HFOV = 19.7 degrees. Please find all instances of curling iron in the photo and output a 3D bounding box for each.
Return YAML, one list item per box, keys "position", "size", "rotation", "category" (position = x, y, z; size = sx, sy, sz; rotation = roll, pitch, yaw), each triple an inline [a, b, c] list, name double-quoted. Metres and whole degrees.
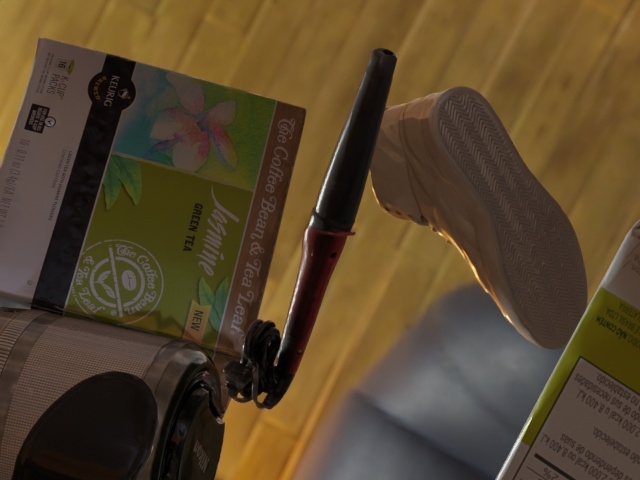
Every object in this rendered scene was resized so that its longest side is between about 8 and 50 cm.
- position: [0.000, 0.000, 1.232]
  size: [0.068, 0.035, 0.274]
  rotation: [-21, -42, -63]
  category: "curling iron"

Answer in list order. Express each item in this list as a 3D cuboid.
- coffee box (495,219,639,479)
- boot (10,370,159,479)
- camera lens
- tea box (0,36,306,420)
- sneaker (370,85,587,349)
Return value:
- position: [0.322, 0.161, 1.188]
  size: [0.337, 0.338, 0.334]
  rotation: [-32, -30, -57]
  category: "coffee box"
- position: [-0.193, 0.244, 1.472]
  size: [0.229, 0.091, 0.263]
  rotation: [75, -141, -72]
  category: "boot"
- position: [-0.249, 0.191, 1.874]
  size: [0.219, 0.274, 0.219]
  rotation: [11, -90, -77]
  category: "camera lens"
- position: [-0.215, -0.009, 2.106]
  size: [0.220, 0.323, 0.329]
  rotation: [115, 169, -63]
  category: "tea box"
- position: [0.156, -0.022, 1.896]
  size: [0.108, 0.293, 0.169]
  rotation: [-34, 15, -26]
  category: "sneaker"
